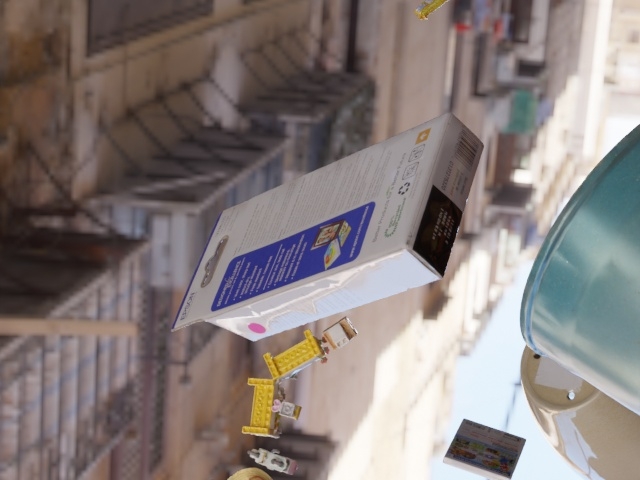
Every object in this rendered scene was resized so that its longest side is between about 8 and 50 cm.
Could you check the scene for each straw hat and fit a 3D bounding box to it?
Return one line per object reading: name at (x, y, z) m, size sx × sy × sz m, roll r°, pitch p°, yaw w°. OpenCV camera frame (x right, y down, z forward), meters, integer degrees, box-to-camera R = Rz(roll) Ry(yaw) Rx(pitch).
straw hat at (-0.116, 0.477, 2.675) m, size 0.145 × 0.144 × 0.061 m, roll 13°, pitch 175°, yaw 32°

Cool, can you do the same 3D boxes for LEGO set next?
LEGO set at (-0.037, 0.247, 2.535) m, size 0.132 × 0.287 × 0.107 m, roll 26°, pitch 177°, yaw 25°

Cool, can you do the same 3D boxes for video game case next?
video game case at (0.209, 0.266, 1.907) m, size 0.087 × 0.011 × 0.122 m, roll 18°, pitch -159°, yaw 11°

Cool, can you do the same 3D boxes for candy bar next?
candy bar at (0.218, -0.412, 2.447) m, size 0.161 × 0.018 × 0.040 m, roll -39°, pitch -151°, yaw -5°

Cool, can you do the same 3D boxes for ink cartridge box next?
ink cartridge box at (0.000, 0.000, 1.578) m, size 0.371 × 0.175 × 0.069 m, roll -19°, pitch 130°, yaw 43°

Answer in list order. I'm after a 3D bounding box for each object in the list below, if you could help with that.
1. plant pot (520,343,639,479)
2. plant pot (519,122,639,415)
plant pot at (0.383, 0.201, 2.062) m, size 0.257 × 0.256 × 0.274 m, roll 14°, pitch 171°, yaw 34°
plant pot at (0.354, 0.058, 1.268) m, size 0.255 × 0.271 × 0.272 m, roll 39°, pitch -148°, yaw 30°
